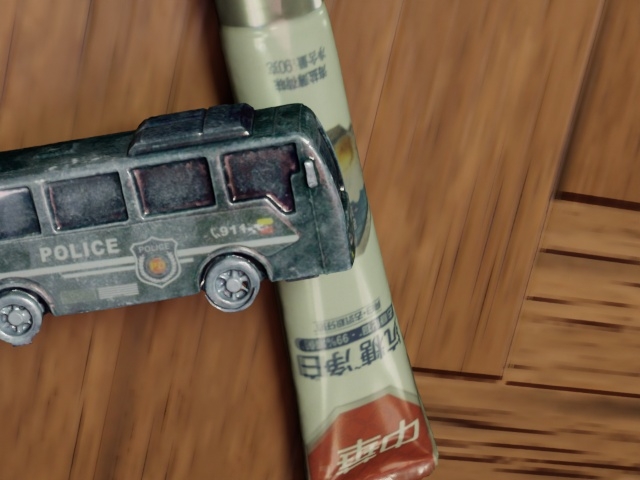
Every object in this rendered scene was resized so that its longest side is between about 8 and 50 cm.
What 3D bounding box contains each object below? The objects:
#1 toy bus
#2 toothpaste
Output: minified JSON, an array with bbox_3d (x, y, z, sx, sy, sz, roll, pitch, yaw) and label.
[{"bbox_3d":[-0.073,-0.006,0.525,0.165,0.047,0.065,-9,111,4],"label":"toy bus"},{"bbox_3d":[0.000,0.000,0.578,0.062,0.039,0.239,-20,116,-17],"label":"toothpaste"}]
